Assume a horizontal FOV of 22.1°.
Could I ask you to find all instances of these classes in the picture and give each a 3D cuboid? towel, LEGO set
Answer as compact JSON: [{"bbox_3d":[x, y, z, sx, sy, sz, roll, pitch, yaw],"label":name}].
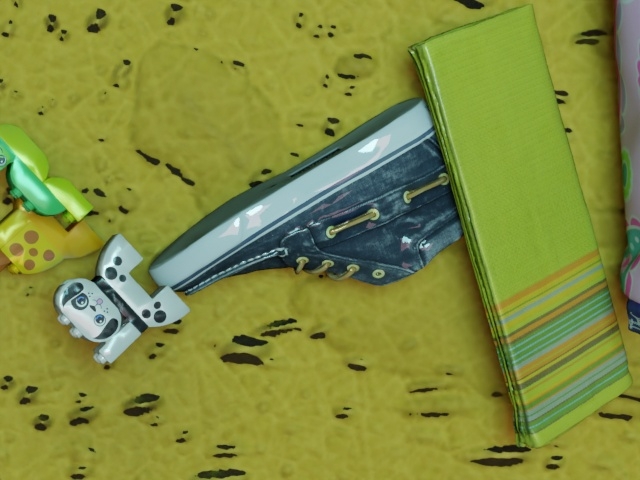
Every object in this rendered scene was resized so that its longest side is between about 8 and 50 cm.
[{"bbox_3d":[0.116,-0.009,0.928,0.102,0.021,0.237,-24,102,-42],"label":"towel"},{"bbox_3d":[-0.187,-0.013,0.874,0.093,0.087,0.227,-45,101,-15],"label":"LEGO set"}]

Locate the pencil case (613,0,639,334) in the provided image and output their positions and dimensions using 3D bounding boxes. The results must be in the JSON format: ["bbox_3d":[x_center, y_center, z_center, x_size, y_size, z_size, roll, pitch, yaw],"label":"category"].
[{"bbox_3d":[0.212,-0.094,0.903,0.124,0.124,0.284,-6,99,-6],"label":"pencil case"}]

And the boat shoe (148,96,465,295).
[{"bbox_3d":[0.000,0.000,0.913,0.183,0.065,0.083,-30,101,-3],"label":"boat shoe"}]
